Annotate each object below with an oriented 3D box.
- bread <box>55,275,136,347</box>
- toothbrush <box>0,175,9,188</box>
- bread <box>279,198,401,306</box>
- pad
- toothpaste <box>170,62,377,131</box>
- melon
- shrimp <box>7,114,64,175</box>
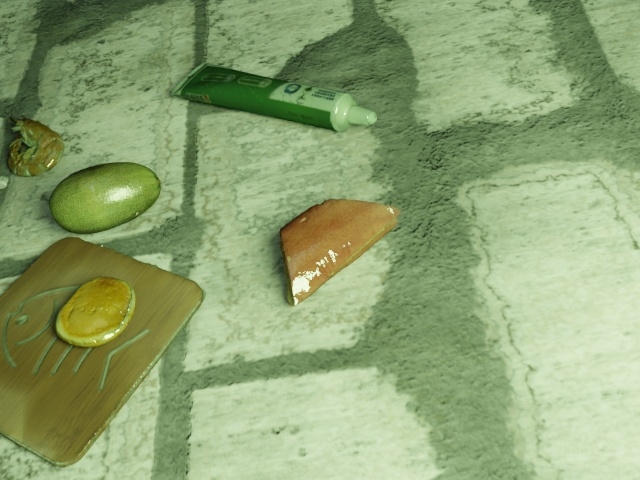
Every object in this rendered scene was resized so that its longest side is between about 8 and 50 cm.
[{"bbox_3d":[-0.292,0.092,0.962,0.110,0.024,0.110,-7,46,7],"label":"bread"},{"bbox_3d":[-0.643,-0.081,1.237,0.257,0.018,0.024,-8,43,6],"label":"toothbrush"},{"bbox_3d":[0.000,0.000,0.974,0.192,0.067,0.119,-40,51,-23],"label":"bread"},{"bbox_3d":[-0.333,0.125,0.970,0.284,0.018,0.286,18,53,26],"label":"pad"},{"bbox_3d":[-0.080,-0.235,1.223,0.392,0.061,0.099,18,54,31],"label":"toothpaste"},{"bbox_3d":[-0.315,-0.065,1.090,0.162,0.099,0.099,-19,46,-8],"label":"melon"},{"bbox_3d":[-0.501,-0.164,1.276,0.099,0.041,0.180,-44,53,-7],"label":"shrimp"}]
